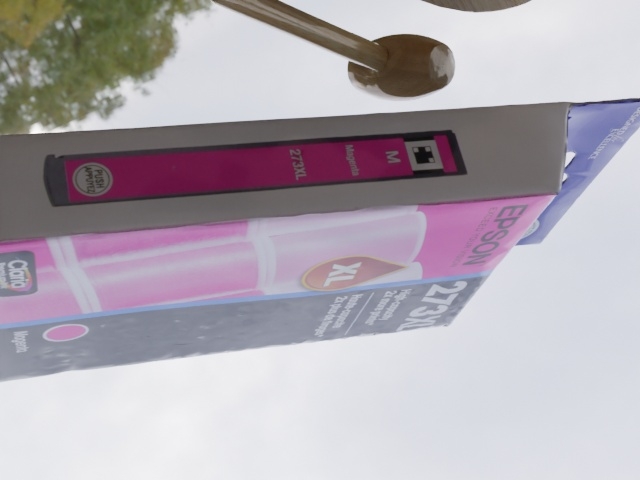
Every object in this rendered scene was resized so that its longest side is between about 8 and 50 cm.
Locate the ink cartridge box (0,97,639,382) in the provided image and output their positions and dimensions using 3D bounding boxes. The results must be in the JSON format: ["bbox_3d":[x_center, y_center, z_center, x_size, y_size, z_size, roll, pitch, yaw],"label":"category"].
[{"bbox_3d":[0.000,0.000,0.547,0.371,0.175,0.069,-8,-116,-17],"label":"ink cartridge box"}]

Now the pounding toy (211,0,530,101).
[{"bbox_3d":[0.039,-0.168,0.443,0.154,0.269,0.155,8,-131,35],"label":"pounding toy"}]
